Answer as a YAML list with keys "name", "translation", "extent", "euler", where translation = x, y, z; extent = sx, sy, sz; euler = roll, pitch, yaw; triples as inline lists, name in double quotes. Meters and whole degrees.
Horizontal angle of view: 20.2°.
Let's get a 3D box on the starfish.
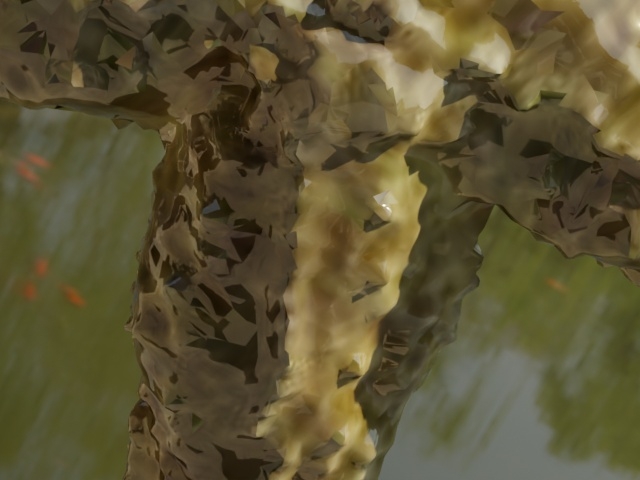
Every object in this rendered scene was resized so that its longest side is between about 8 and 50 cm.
- name: "starfish"
  translation: [0.000, 0.000, 0.482]
  extent: [0.432, 0.324, 0.082]
  euler: [43, 17, -13]
